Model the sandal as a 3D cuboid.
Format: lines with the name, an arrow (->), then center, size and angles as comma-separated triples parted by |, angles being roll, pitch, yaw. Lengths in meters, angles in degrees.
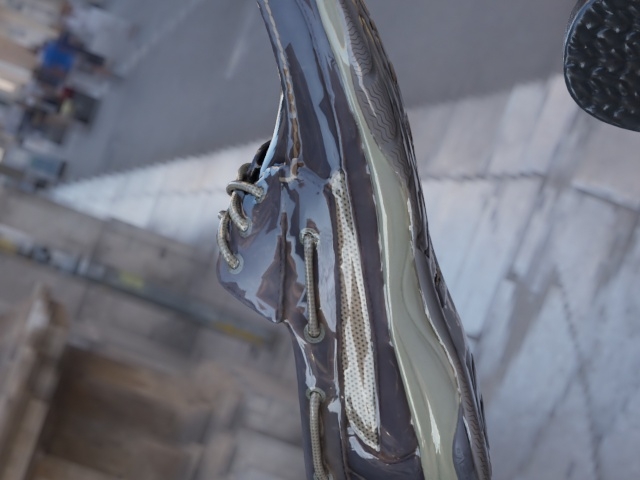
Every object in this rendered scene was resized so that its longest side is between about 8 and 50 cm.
sandal -> 0.424, -0.133, 1.581 | 0.107, 0.445, 0.168 | -69, -3, -64

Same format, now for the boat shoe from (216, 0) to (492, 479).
boat shoe -> 0.000, 0.000, 1.090 | 0.132, 0.130, 0.355 | -57, -48, -81
